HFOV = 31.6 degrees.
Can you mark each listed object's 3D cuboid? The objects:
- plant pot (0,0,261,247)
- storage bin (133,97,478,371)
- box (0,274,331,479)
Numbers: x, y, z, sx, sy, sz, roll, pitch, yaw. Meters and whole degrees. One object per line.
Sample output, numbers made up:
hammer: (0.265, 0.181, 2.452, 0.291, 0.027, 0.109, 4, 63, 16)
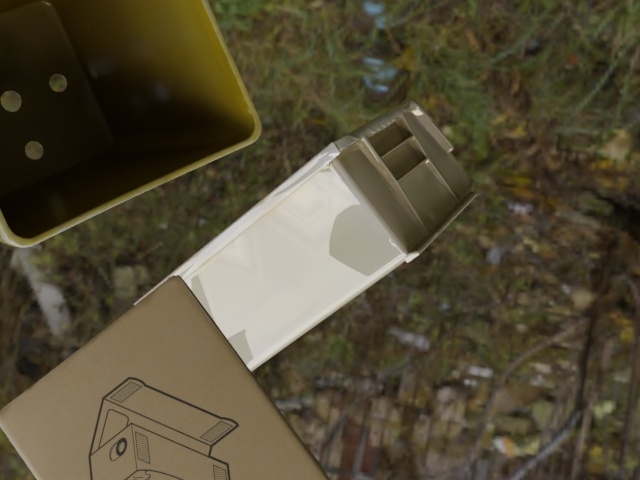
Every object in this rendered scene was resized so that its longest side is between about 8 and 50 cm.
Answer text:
plant pot: (-0.209, -0.124, 0.856, 0.212, 0.212, 0.187, -28, -170, -30)
storage bin: (0.000, 0.000, 1.114, 0.262, 0.123, 0.260, -38, 180, 27)
box: (-0.105, 0.151, 0.781, 0.201, 0.164, 0.021, 52, 179, 12)
